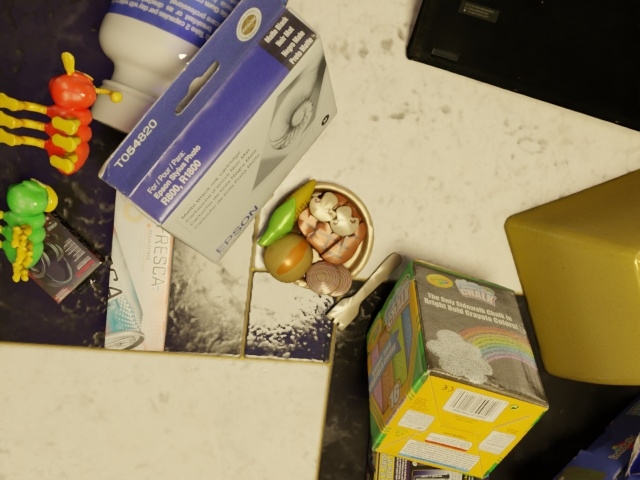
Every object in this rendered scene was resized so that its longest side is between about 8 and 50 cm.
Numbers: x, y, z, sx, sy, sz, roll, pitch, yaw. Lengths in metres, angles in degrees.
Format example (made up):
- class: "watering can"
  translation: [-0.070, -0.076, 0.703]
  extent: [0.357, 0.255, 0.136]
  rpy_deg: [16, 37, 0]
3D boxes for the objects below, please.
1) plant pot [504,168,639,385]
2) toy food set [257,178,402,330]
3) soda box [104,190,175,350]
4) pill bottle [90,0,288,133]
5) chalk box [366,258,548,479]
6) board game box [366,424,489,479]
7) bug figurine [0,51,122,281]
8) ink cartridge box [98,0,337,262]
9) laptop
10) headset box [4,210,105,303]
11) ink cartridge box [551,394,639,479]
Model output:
- class: "plant pot"
  translation: [0.368, 0.048, 0.732]
  extent: [0.212, 0.187, 0.212]
  rpy_deg: [-19, 99, -8]
- class: "toy food set"
  translation: [0.000, 0.000, 0.731]
  extent: [0.192, 0.038, 0.132]
  rpy_deg: [44, 86, -12]
- class: "soda box"
  translation: [-0.187, 0.021, 0.688]
  extent: [0.063, 0.058, 0.183]
  rpy_deg: [5, 94, -11]
- class: "pill bottle"
  translation: [-0.119, -0.220, 0.630]
  extent: [0.152, 0.152, 0.272]
  rpy_deg: [24, 91, -12]
- class: "chalk box"
  translation: [0.133, 0.118, 0.704]
  extent: [0.132, 0.213, 0.132]
  rpy_deg: [18, 125, -10]
- class: "board game box"
  translation: [0.127, 0.285, 0.780]
  extent: [0.141, 0.048, 0.170]
  rpy_deg: [3, 95, -9]
- class: "bug figurine"
  translation: [-0.308, -0.093, 0.604]
  extent: [0.279, 0.072, 0.216]
  rpy_deg: [25, 111, 21]
- class: "ink cartridge box"
  translation: [-0.075, -0.096, 0.612]
  extent: [0.045, 0.224, 0.223]
  rpy_deg: [36, 85, 16]
- class: "laptop"
  translation: [0.345, -0.363, 0.688]
  extent: [0.382, 0.236, 0.407]
  rpy_deg: [18, 131, 2]
- class: "headset box"
  translation: [-0.274, 0.020, 0.684]
  extent: [0.062, 0.032, 0.083]
  rpy_deg: [-43, 100, -4]
- class: "ink cartridge box"
  translation: [0.406, 0.357, 0.745]
  extent: [0.270, 0.151, 0.395]
  rpy_deg: [-25, 99, -33]
